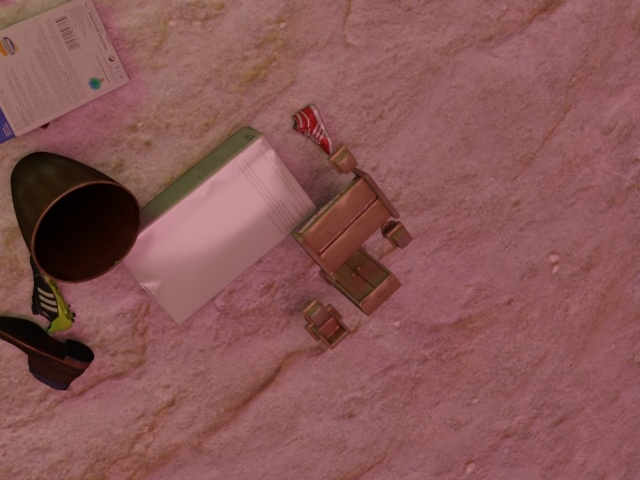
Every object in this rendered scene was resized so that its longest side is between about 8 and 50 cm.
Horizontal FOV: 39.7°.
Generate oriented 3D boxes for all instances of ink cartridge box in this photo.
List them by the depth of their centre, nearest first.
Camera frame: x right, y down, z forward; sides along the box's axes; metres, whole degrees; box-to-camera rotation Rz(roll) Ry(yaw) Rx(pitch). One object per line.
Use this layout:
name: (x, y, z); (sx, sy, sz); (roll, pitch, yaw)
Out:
ink cartridge box: (-0.527, -0.317, 1.655); (0.311, 0.065, 0.186); (-36, 114, -33)

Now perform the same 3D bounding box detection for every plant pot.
plant pot: (-0.491, -0.070, 1.679); (0.215, 0.230, 0.215); (-27, 137, -28)

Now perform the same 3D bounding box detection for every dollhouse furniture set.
dollhouse furniture set: (0.000, 0.000, 1.875); (0.303, 0.174, 0.355); (-44, 127, -6)

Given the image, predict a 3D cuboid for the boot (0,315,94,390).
boot: (-0.584, 0.236, 1.805); (0.219, 0.082, 0.106); (27, 114, -20)

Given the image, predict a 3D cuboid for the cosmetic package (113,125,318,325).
cosmetic package: (-0.225, -0.034, 1.841); (0.385, 0.156, 0.217); (-37, 112, -7)

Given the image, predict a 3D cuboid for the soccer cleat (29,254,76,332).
soccer cleat: (-0.563, 0.110, 1.807); (0.072, 0.060, 0.179); (-19, 110, -1)

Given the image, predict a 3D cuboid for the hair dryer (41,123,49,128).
hair dryer: (-0.661, -0.224, 1.693); (0.293, 0.080, 0.224); (-14, 124, -11)

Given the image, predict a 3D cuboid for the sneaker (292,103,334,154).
sneaker: (-0.019, -0.229, 1.925); (0.067, 0.042, 0.118); (-29, 104, -15)
